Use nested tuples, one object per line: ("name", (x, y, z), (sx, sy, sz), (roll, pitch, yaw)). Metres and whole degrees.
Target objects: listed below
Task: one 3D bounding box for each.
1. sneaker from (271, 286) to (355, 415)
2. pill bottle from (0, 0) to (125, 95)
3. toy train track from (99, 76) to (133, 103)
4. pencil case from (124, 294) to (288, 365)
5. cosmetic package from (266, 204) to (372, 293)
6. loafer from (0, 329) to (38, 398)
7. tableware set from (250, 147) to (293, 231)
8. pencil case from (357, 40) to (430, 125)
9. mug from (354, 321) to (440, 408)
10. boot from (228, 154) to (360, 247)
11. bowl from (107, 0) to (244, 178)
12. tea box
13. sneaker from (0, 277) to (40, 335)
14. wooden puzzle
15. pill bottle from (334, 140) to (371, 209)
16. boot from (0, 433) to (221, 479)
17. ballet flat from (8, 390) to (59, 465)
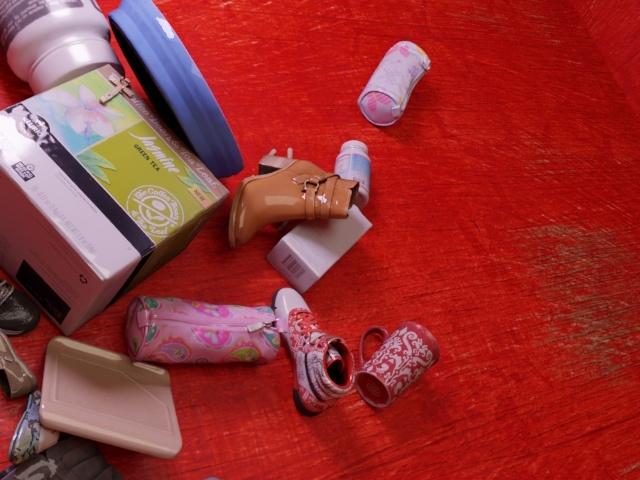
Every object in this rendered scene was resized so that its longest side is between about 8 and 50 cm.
("sneaker", (-0.010, 0.190, 1.529), (0.090, 0.145, 0.270), (4, 59, -33))
("pill bottle", (-0.536, -0.434, 1.530), (0.204, 0.204, 0.361), (-20, 74, -41))
("toy train track", (-0.356, -0.264, 1.378), (0.048, 0.014, 0.083), (40, 45, -5))
("pencil case", (-0.206, 0.164, 1.429), (0.284, 0.124, 0.124), (8, 58, -30))
("cosmetic package", (0.000, 0.000, 1.705), (0.117, 0.085, 0.231), (47, 44, 1))
("loafer", (-0.508, 0.189, 1.245), (0.148, 0.056, 0.050), (47, 40, 0))
("tableware set", (-0.088, -0.121, 1.751), (0.128, 0.039, 0.194), (39, 47, -7))
("pencil case", (0.198, -0.415, 2.091), (0.124, 0.113, 0.273), (24, 48, 9))
("mug", (0.141, 0.258, 1.640), (0.169, 0.150, 0.113), (-38, 123, -39))
("boot", (-0.052, -0.064, 1.617), (0.220, 0.109, 0.283), (16, 38, 10))
("bowl", (-0.281, -0.283, 1.516), (0.077, 0.391, 0.391), (-32, 81, -9))
("tea box", (-0.404, -0.077, 1.377), (0.329, 0.220, 0.323), (46, 44, 0))
("sneaker", (-0.543, 0.065, 1.248), (0.229, 0.132, 0.086), (29, 49, -16))
("wooden puzzle", (-0.339, 0.253, 1.269), (0.221, 0.044, 0.238), (22, 15, -22))
("pill bottle", (0.075, -0.154, 1.853), (0.087, 0.087, 0.160), (23, 51, -21))
("boot", (-0.315, 0.379, 1.222), (0.338, 0.118, 0.222), (-14, 65, -45))
("ballet flat", (-0.417, 0.276, 1.181), (0.070, 0.070, 0.188), (28, 9, -17))
